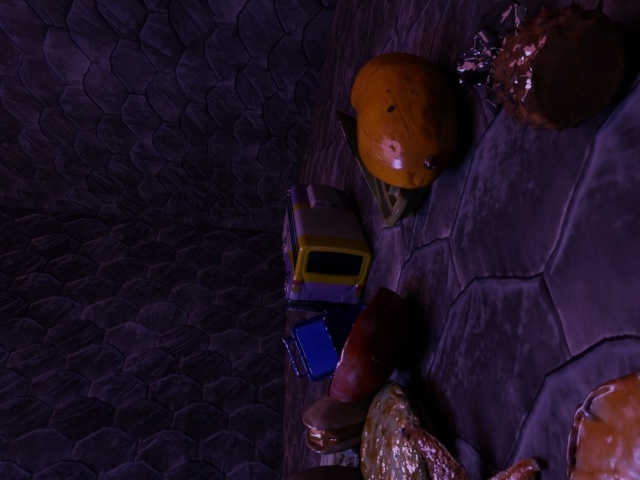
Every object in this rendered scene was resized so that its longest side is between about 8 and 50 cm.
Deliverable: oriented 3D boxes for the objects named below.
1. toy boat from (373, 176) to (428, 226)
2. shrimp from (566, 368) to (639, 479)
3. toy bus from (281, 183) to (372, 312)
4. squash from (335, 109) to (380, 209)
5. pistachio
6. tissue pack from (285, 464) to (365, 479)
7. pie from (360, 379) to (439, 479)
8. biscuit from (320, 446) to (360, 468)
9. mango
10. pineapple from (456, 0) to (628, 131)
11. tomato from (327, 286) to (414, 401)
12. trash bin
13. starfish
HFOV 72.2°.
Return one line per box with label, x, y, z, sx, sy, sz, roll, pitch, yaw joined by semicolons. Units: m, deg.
toy boat;0.153;-0.151;0.893;0.111;0.084;0.276;109;160;-47
shrimp;0.229;0.243;0.270;0.164;0.062;0.317;146;132;-74
toy bus;0.000;0.000;1.323;0.440;0.209;0.249;-102;21;-60
squash;0.090;-0.218;1.095;0.237;0.155;0.204;-101;20;-55
pistachio;0.055;0.358;0.906;0.223;0.152;0.126;-14;-79;-55
tissue pack;0.020;0.580;0.704;0.387;0.276;0.267;-110;29;-67
pie;0.131;0.337;0.722;0.248;0.090;0.201;179;101;-82
biscuit;0.046;0.585;1.130;0.186;0.079;0.309;-126;42;-73
mango;0.139;-0.227;0.772;0.187;0.144;0.359;-42;37;35
pineapple;0.217;-0.194;0.472;0.111;0.119;0.237;51;-165;-23
tomato;0.104;0.203;0.804;0.228;0.101;0.228;-56;-16;-26
trash bin;0.031;0.241;1.050;0.163;0.184;0.234;67;156;11
starfish;0.160;0.350;0.535;0.231;0.048;0.295;28;113;53
